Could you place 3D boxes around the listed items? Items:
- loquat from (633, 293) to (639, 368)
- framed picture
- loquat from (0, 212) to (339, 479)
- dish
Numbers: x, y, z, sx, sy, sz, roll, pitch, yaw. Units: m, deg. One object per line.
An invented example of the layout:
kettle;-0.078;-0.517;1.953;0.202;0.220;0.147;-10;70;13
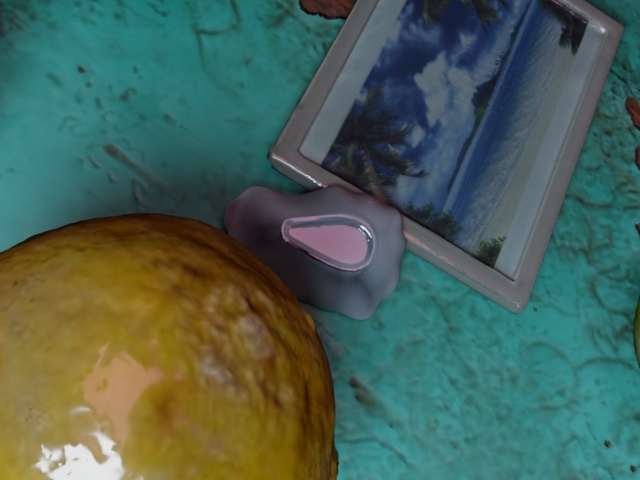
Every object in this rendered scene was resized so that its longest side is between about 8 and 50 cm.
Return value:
loquat;0.320;0.059;0.743;0.152;0.152;0.195;38;70;-2
framed picture;0.117;-0.125;0.806;0.232;0.024;0.315;30;63;-8
loquat;-0.100;0.092;0.544;0.238;0.193;0.238;4;75;-15
dish;0.000;0.000;0.691;0.137;0.039;0.091;17;81;-12
